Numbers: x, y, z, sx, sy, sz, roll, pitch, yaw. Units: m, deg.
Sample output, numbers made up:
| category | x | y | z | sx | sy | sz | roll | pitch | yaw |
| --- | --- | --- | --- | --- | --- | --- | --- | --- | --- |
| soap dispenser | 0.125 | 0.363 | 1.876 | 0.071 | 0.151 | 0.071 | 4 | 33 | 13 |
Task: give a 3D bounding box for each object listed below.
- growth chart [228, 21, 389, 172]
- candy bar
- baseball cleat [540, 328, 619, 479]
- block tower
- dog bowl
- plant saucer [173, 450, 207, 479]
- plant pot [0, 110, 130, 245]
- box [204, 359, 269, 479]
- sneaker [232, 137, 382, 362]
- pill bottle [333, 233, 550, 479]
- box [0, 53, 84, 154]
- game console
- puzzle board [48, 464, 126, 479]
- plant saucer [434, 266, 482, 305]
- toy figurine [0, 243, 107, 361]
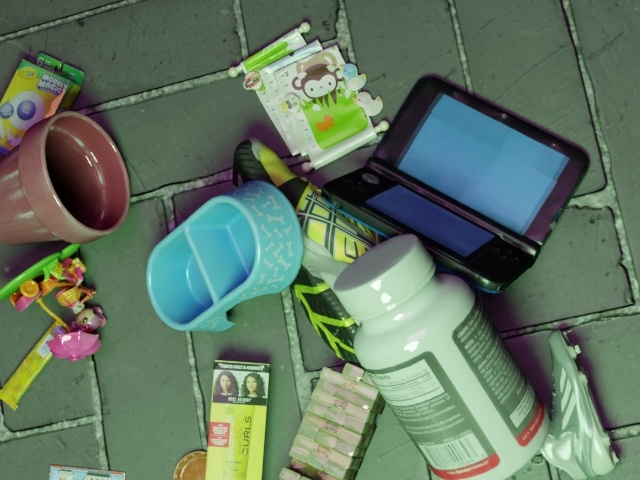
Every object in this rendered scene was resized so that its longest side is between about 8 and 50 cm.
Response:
| category | x | y | z | sx | sy | sz | roll | pitch | yaw |
| --- | --- | --- | --- | --- | --- | --- | --- | --- | --- |
| growth chart | -0.014 | -0.224 | 1.759 | 0.172 | 0.021 | 0.237 | -36 | 74 | 5 |
| candy bar | -0.452 | 0.195 | 1.800 | 0.040 | 0.018 | 0.161 | 38 | 91 | 14 |
| baseball cleat | 0.330 | 0.229 | 1.557 | 0.109 | 0.072 | 0.206 | -23 | 72 | 14 |
| block tower | -0.003 | 0.339 | 1.616 | 0.091 | 0.097 | 0.336 | 21 | 84 | 18 |
| dog bowl | -0.149 | 0.031 | 1.643 | 0.297 | 0.074 | 0.166 | -36 | 73 | 41 |
| plant saucer | -0.179 | 0.358 | 1.699 | 0.083 | 0.013 | 0.084 | -3 | 78 | 15 |
| plant pot | -0.426 | -0.079 | 1.763 | 0.180 | 0.201 | 0.201 | -18 | 75 | 27 |
| box | -0.124 | 0.295 | 1.663 | 0.087 | 0.058 | 0.232 | 5 | 81 | -3 |
| sneaker | 0.000 | 0.000 | 1.674 | 0.147 | 0.145 | 0.385 | -27 | 70 | -22 |
| pill bottle | 0.153 | 0.156 | 1.495 | 0.176 | 0.176 | 0.319 | -31 | 105 | 8 |
| box | -0.470 | -0.217 | 1.869 | 0.105 | 0.043 | 0.179 | 24 | 85 | 17 |
| game console | 0.192 | -0.089 | 1.606 | 0.293 | 0.250 | 0.173 | 29 | 115 | 18 |
| puzzle board | -0.364 | 0.399 | 1.742 | 0.128 | 0.011 | 0.096 | 3 | 81 | 15 |
| plant saucer | 0.204 | 0.108 | 1.641 | 0.067 | 0.018 | 0.192 | -13 | 76 | 13 |
| toy figurine | -0.393 | 0.107 | 1.762 | 0.159 | 0.173 | 0.130 | 53 | 139 | -1 |
